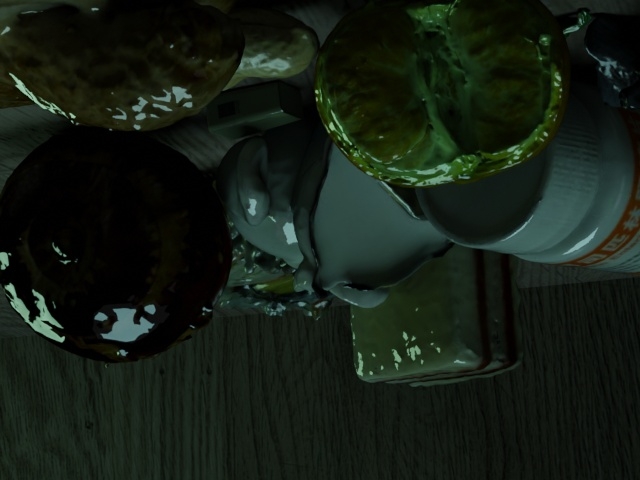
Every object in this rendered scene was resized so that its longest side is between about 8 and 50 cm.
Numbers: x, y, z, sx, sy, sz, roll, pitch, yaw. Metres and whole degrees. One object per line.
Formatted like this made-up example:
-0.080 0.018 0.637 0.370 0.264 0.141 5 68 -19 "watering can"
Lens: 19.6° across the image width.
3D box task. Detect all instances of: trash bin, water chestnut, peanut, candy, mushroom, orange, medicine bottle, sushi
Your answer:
-0.071 -0.144 2.035 0.092 0.043 0.061 -13 167 25 "trash bin"
-0.227 0.007 2.169 0.300 0.300 0.300 -4 170 -1 "water chestnut"
-0.085 -0.176 1.736 0.174 0.080 0.080 -6 170 12 "peanut"
0.133 0.010 2.207 0.135 0.320 0.179 7 169 -43 "candy"
-0.217 -0.187 1.300 0.345 0.239 0.345 9 154 4 "mushroom"
0.117 -0.139 1.732 0.237 0.179 0.158 -11 170 9 "orange"
0.290 -0.073 2.100 0.211 0.211 0.371 -13 168 40 "medicine bottle"
0.000 0.001 2.495 0.417 0.176 0.417 -4 170 -1 "sushi"

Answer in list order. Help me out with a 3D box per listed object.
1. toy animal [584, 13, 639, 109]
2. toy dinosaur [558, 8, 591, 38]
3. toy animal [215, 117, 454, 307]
0.304 -0.174 1.894 0.117 0.121 0.210 17 172 -10 "toy animal"
0.239 -0.206 1.871 0.060 0.029 0.119 -21 174 -5 "toy dinosaur"
0.001 -0.029 2.116 0.174 0.249 0.289 -47 -172 -6 "toy animal"
